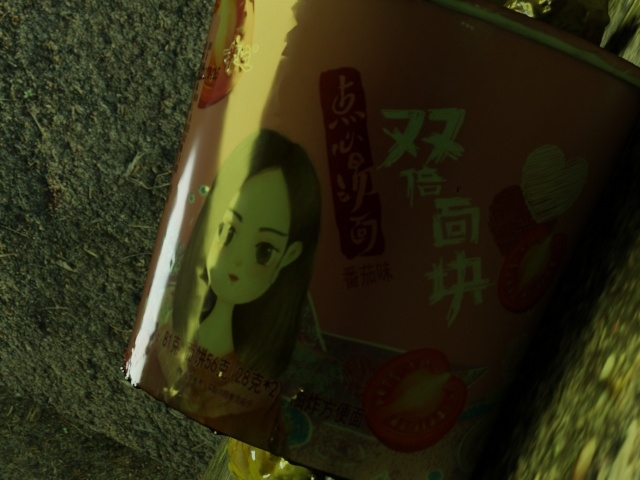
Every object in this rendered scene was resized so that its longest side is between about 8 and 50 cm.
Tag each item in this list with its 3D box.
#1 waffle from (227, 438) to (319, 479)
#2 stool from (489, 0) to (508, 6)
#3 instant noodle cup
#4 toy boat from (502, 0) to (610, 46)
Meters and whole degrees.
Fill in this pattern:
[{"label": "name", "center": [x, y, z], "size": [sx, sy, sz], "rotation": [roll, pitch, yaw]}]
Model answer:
[{"label": "waffle", "center": [0.016, 0.090, 1.558], "size": [0.379, 0.095, 0.382], "rotation": [-63, 4, -17]}, {"label": "stool", "center": [0.132, -0.230, 1.233], "size": [0.179, 0.179, 0.264], "rotation": [-64, 2, -1]}, {"label": "instant noodle cup", "center": [0.023, -0.010, 0.779], "size": [0.243, 0.243, 0.231], "rotation": [-108, 38, -87]}, {"label": "toy boat", "center": [0.105, -0.053, 1.053], "size": [0.121, 0.089, 0.321], "rotation": [-73, 10, -46]}]
